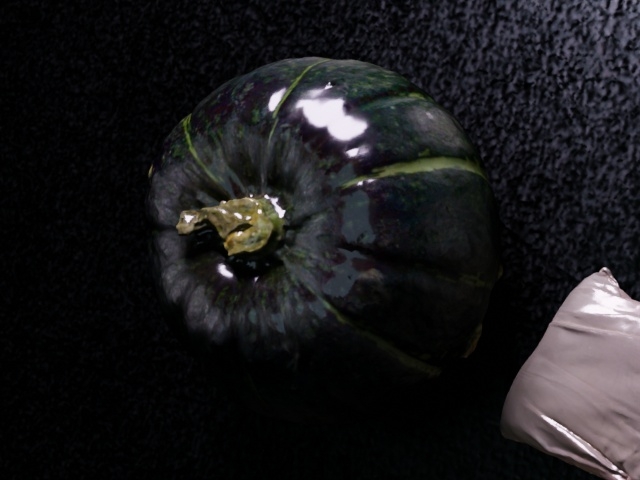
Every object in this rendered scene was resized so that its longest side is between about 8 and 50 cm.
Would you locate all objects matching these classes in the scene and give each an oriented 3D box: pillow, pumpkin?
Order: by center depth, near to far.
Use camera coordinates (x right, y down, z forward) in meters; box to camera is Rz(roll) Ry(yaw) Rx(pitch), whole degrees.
[{"bbox_3d":[0.271,0.121,1.325,0.270,0.067,0.173,22,89,48],"label":"pillow"},{"bbox_3d":[0.000,0.000,1.432,0.323,0.241,0.323,-4,81,26],"label":"pumpkin"}]
